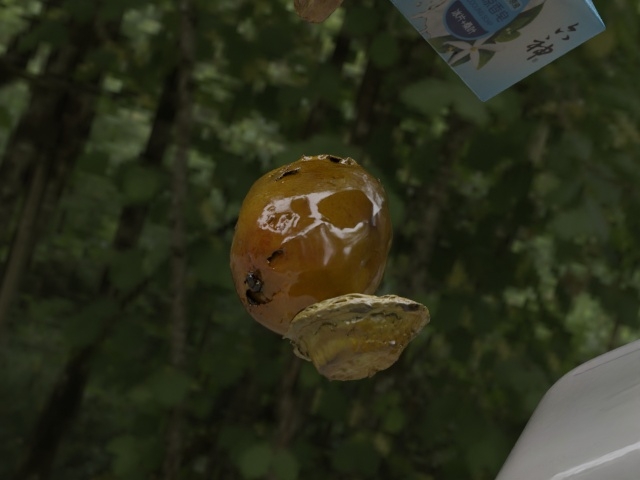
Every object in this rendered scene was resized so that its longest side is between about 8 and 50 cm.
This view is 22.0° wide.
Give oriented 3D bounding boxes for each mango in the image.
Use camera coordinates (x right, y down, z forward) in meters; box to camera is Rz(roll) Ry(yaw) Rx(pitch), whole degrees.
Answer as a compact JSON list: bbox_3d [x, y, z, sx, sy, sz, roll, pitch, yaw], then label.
[{"bbox_3d":[0.000,0.000,1.586,0.151,0.156,0.248,-24,14,22],"label":"mango"}]

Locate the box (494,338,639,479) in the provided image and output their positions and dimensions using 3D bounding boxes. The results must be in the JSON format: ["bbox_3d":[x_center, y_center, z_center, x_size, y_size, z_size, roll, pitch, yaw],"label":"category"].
[{"bbox_3d":[0.290,0.178,1.392,0.289,0.141,0.349,-27,6,26],"label":"box"}]

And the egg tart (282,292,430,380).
[{"bbox_3d":[0.034,0.085,1.380,0.129,0.049,0.129,-8,-24,-4],"label":"egg tart"}]

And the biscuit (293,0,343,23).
[{"bbox_3d":[0.013,-0.431,2.064,0.051,0.269,0.376,8,-28,-27],"label":"biscuit"}]

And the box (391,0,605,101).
[{"bbox_3d":[0.154,-0.242,1.544,0.232,0.143,0.083,40,25,-51],"label":"box"}]
